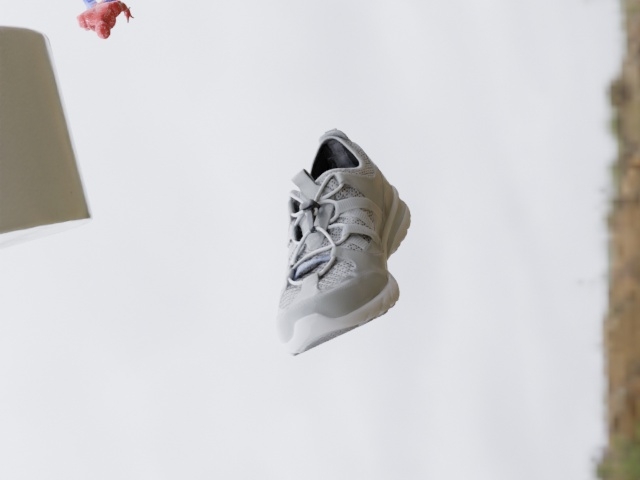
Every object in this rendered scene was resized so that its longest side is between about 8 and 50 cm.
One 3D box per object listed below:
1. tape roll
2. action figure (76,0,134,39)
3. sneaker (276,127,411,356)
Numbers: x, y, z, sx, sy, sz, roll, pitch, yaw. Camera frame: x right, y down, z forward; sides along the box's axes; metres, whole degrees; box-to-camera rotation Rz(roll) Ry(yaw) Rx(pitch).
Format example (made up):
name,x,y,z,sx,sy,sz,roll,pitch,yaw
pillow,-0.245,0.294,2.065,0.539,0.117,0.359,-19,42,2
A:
name,x,y,z,sx,sy,sz,roll,pitch,yaw
tape roll,-0.259,-0.024,0.914,0.286,0.286,0.100,-14,-91,-72
action figure,-0.158,-0.167,1.347,0.115,0.038,0.030,-104,-4,-69
sneaker,0.000,0.000,1.546,0.115,0.105,0.281,59,-162,-18
